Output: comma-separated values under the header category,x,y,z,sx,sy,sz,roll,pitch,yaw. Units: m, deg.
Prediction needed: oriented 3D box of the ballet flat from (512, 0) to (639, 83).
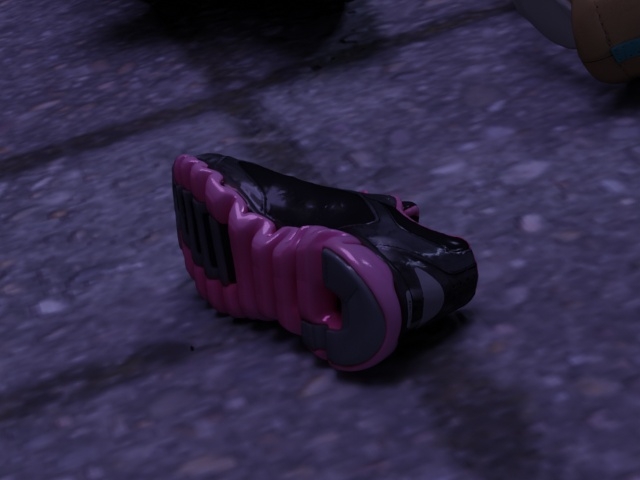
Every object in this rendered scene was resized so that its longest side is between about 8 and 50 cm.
category,x,y,z,sx,sy,sz,roll,pitch,yaw
ballet flat,0.102,-0.123,0.656,0.073,0.080,0.232,-28,23,6

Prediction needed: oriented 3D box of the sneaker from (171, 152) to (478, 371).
category,x,y,z,sx,sy,sz,roll,pitch,yaw
sneaker,0.000,0.000,0.494,0.057,0.047,0.119,-22,32,-30

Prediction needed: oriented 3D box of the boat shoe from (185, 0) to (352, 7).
category,x,y,z,sx,sy,sz,roll,pitch,yaw
boat shoe,-0.069,-0.157,0.784,0.116,0.123,0.324,-27,21,-10
